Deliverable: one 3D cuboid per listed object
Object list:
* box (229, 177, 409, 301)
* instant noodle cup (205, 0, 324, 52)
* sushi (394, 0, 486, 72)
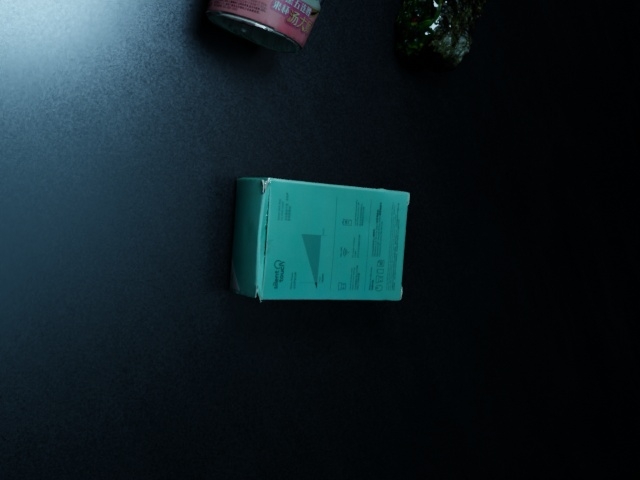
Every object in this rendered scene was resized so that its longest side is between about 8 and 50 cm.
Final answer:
[{"bbox_3d":[0.000,0.000,1.447,0.311,0.118,0.205,2,91,-35],"label":"box"},{"bbox_3d":[-0.066,-0.446,1.312,0.243,0.244,0.255,18,92,-34],"label":"instant noodle cup"},{"bbox_3d":[0.224,-0.436,1.556,0.127,0.124,0.225,22,88,-33],"label":"sushi"}]
